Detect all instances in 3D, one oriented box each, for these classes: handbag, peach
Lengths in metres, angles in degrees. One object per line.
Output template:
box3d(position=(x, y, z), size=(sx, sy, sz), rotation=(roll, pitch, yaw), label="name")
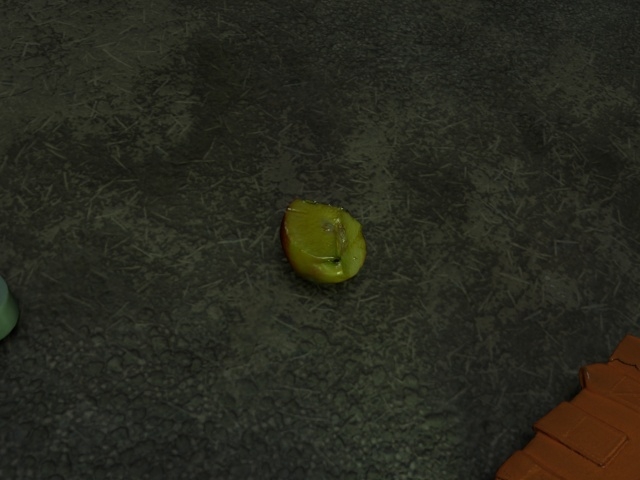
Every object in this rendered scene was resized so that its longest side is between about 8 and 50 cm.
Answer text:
box3d(position=(0.409, 0.320, 0.811), size=(0.410, 0.116, 0.303), rotation=(-32, 37, -27), label="handbag")
box3d(position=(-0.006, 0.005, 1.027), size=(0.151, 0.118, 0.151), rotation=(23, 56, -40), label="peach")

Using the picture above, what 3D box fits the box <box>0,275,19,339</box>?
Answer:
box3d(position=(-0.673, 0.092, 0.879), size=(0.367, 0.090, 0.373), rotation=(39, 59, 20), label="box")
